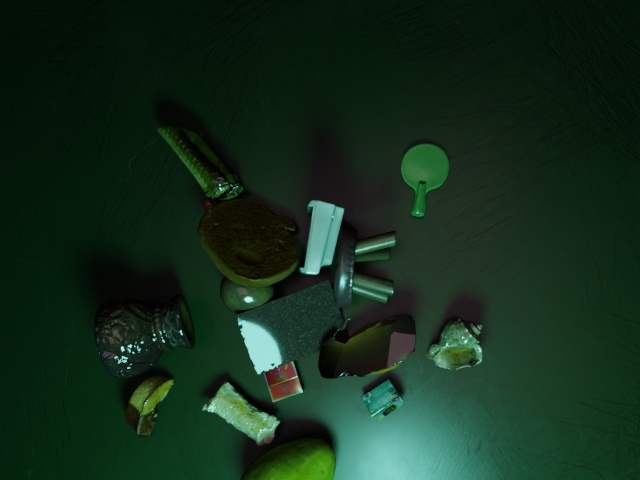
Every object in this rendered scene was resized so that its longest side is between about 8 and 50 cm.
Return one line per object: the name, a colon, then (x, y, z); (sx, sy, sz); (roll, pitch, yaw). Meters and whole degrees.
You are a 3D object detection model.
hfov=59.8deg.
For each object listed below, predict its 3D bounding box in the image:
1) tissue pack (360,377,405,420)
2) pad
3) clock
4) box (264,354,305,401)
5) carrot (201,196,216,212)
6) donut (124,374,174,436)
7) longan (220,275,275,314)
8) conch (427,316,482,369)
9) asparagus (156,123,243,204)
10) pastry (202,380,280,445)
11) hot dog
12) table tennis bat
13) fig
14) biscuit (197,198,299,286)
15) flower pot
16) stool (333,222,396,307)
tissue pack: (0.204, 0.517, 1.790); (0.111, 0.079, 0.085); (-35, 44, 3)
pad: (-0.089, 0.284, 1.823); (0.330, 0.004, 0.220); (-20, 101, -8)
clock: (0.000, 0.000, 1.787); (0.116, 0.262, 0.231); (9, 85, 0)
box: (-0.133, 0.438, 1.865); (0.112, 0.048, 0.175); (-21, 81, 6)
carrot: (-0.361, -0.077, 1.958); (0.060, 0.060, 0.186); (-36, 79, 4)
donut: (-0.596, 0.556, 1.896); (0.085, 0.141, 0.217); (23, 84, 19)
longan: (-0.242, 0.172, 1.853); (0.187, 0.167, 0.167); (8, 85, 2)
conch: (0.428, 0.332, 1.744); (0.207, 0.130, 0.155); (-40, 65, 17)
asparagus: (-0.426, -0.289, 1.968); (0.128, 0.108, 0.382); (-41, 78, 2)
pastry: (-0.253, 0.576, 1.851); (0.258, 0.089, 0.121); (29, 86, 10)
hot dog: (0.159, 0.343, 1.804); (0.326, 0.107, 0.194); (-9, 73, 18)
table tennis bat: (0.344, -0.204, 1.867); (0.160, 0.039, 0.257); (8, 80, 10)
fig: (-0.096, 0.750, 1.728); (0.326, 0.258, 0.258); (-43, 78, -14)
biscuit: (-0.227, -0.002, 1.862); (0.314, 0.063, 0.367); (-25, 58, -30)
flower pot: (-0.575, 0.305, 1.861); (0.267, 0.266, 0.266); (-14, 81, -3)
stool: (0.135, 0.083, 1.759); (0.178, 0.272, 0.272); (4, 84, 1)
